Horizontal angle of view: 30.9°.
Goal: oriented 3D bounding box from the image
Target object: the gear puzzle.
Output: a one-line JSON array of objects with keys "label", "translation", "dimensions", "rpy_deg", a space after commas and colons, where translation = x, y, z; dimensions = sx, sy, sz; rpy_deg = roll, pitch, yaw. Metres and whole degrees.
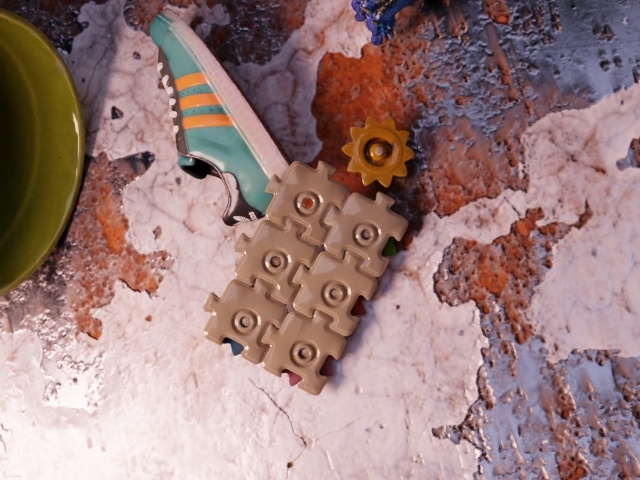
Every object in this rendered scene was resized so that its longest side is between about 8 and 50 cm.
[{"label": "gear puzzle", "translation": [0.000, 0.000, 1.381], "dimensions": [0.175, 0.044, 0.339], "rpy_deg": [28, 89, -3]}]

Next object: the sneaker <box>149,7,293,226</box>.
[{"label": "sneaker", "translation": [-0.147, -0.153, 1.439], "dimensions": [0.121, 0.108, 0.302], "rpy_deg": [-36, 72, 4]}]

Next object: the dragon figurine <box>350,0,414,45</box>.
[{"label": "dragon figurine", "translation": [0.125, -0.342, 1.339], "dimensions": [0.144, 0.289, 0.085], "rpy_deg": [-26, 71, -28]}]

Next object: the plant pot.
[{"label": "plant pot", "translation": [-0.555, -0.129, 1.464], "dimensions": [0.353, 0.366, 0.367], "rpy_deg": [13, 84, 31]}]
